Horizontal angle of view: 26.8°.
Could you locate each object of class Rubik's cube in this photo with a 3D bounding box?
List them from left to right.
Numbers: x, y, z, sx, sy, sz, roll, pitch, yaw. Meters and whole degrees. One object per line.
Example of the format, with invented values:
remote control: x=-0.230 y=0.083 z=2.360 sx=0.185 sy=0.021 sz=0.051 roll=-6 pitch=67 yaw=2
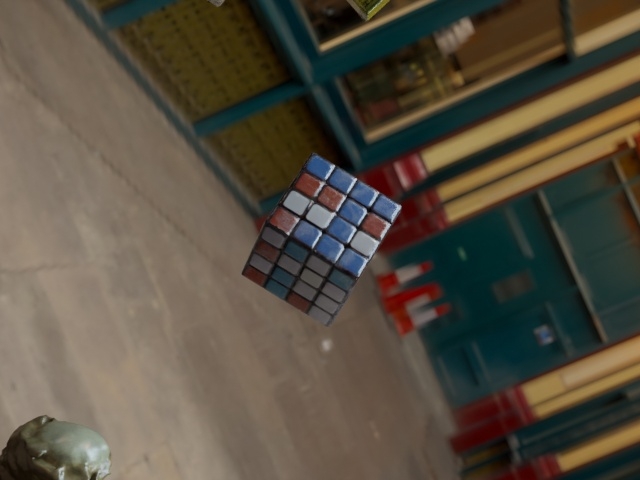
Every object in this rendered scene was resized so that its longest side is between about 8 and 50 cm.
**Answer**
Rubik's cube: x=0.000 y=0.000 z=1.154 sx=0.092 sy=0.092 sz=0.092 roll=31 pitch=-35 yaw=1

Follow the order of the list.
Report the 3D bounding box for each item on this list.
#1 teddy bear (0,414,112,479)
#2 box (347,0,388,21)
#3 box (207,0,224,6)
teddy bear: x=-0.296 y=0.285 z=1.086 sx=0.256 sy=0.267 sz=0.156 roll=-93 pitch=172 yaw=-51
box: x=0.007 y=-0.366 z=1.288 sx=0.279 sy=0.153 sz=0.041 roll=48 pitch=-2 yaw=-2
box: x=-0.077 y=-0.255 z=1.151 sx=0.045 sy=0.098 sz=0.062 roll=33 pitch=-19 yaw=-4
